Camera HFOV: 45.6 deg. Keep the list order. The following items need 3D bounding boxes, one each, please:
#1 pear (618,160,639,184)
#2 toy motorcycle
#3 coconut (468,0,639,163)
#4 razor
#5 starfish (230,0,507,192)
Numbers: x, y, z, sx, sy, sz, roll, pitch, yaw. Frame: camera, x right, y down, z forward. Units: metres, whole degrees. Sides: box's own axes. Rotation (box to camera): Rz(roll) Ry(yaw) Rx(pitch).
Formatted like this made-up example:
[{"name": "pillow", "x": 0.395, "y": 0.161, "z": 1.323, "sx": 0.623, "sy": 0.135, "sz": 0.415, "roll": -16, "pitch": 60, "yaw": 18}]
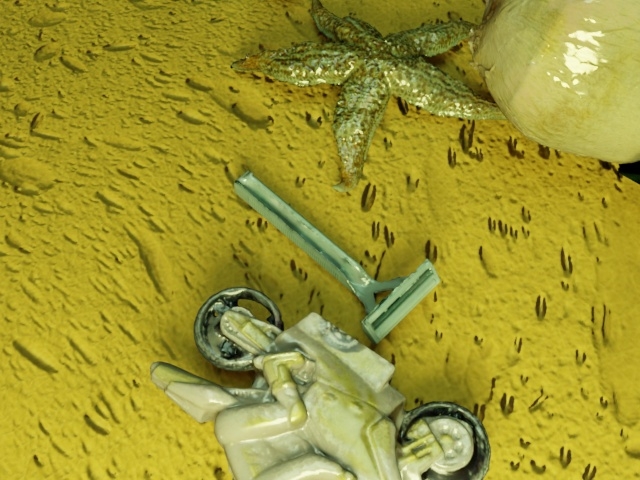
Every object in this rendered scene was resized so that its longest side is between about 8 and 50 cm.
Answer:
[{"name": "pear", "x": 0.550, "y": -0.161, "z": 0.844, "sx": 0.165, "sy": 0.399, "sz": 0.399, "roll": 39, "pitch": 65, "yaw": -9}, {"name": "toy motorcycle", "x": -0.015, "y": 0.192, "z": 0.762, "sx": 0.340, "sy": 0.108, "sz": 0.223, "roll": 31, "pitch": 66, "yaw": 14}, {"name": "coconut", "x": 0.318, "y": -0.250, "z": 0.897, "sx": 0.254, "sy": 0.297, "sz": 0.297, "roll": 27, "pitch": 63, "yaw": 2}, {"name": "razor", "x": 0.000, "y": 0.006, "z": 0.905, "sx": 0.278, "sy": 0.056, "sz": 0.111, "roll": 37, "pitch": 65, "yaw": 27}, {"name": "starfish", "x": 0.081, "y": -0.245, "z": 1.034, "sx": 0.357, "sy": 0.078, "sz": 0.347, "roll": -36, "pitch": 63, "yaw": -18}]
